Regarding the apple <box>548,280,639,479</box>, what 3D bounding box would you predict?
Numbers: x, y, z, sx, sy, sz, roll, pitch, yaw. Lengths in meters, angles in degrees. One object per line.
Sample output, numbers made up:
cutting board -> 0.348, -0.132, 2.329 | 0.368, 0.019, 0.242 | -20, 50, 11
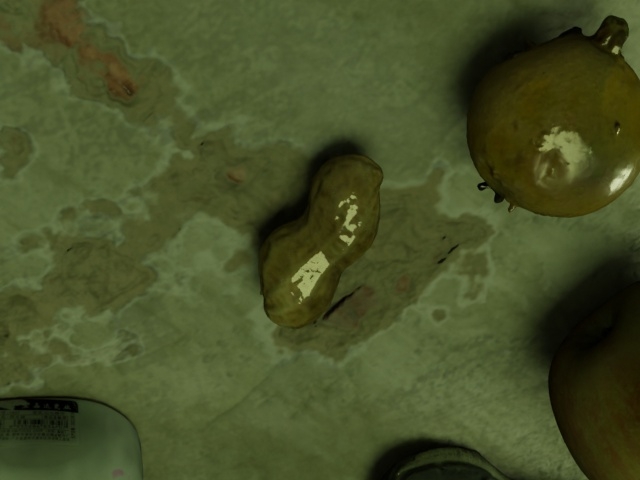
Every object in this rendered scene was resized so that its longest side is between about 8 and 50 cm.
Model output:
apple -> 0.368, 0.160, 1.494 | 0.234, 0.257, 0.257 | 43, 106, -5

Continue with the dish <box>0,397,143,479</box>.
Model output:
dish -> -0.291, 0.284, 1.441 | 0.256, 0.117, 0.256 | -9, 127, -12

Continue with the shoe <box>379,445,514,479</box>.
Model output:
shoe -> 0.214, 0.351, 1.616 | 0.336, 0.171, 0.132 | 19, 117, -29

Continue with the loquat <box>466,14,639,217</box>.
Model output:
loquat -> 0.222, -0.113, 1.302 | 0.172, 0.149, 0.204 | 17, 107, -23

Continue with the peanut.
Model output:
peanut -> -0.002, -0.001, 1.355 | 0.089, 0.089, 0.192 | 22, 111, -30
